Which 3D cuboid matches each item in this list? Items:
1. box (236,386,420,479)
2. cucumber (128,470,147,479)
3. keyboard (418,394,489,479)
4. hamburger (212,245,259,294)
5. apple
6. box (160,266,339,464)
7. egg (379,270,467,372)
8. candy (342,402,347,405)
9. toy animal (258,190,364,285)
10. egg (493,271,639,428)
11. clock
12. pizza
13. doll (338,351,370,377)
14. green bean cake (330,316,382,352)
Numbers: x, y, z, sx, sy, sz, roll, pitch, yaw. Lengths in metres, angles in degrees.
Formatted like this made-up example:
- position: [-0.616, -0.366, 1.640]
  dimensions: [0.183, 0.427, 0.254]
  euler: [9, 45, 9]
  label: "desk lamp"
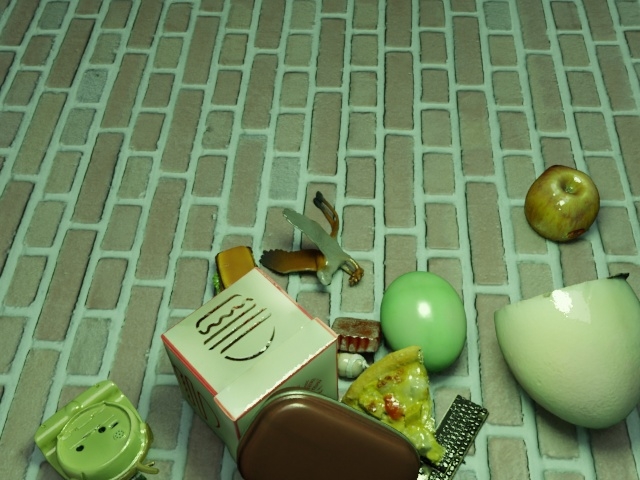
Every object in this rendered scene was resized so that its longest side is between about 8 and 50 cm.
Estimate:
- position: [0.020, 0.481, 1.654]
  dimensions: [0.404, 0.263, 0.108]
  euler: [29, 11, -15]
  label: "box"
- position: [-0.468, 0.591, 1.801]
  dimensions: [0.105, 0.048, 0.048]
  euler: [-38, 61, -24]
  label: "cucumber"
- position: [0.306, 0.518, 1.845]
  dimensions: [0.106, 0.027, 0.317]
  euler: [26, 57, 21]
  label: "keyboard"
- position: [-0.239, 0.096, 2.145]
  dimensions: [0.137, 0.087, 0.166]
  euler: [-11, 52, -6]
  label: "hamburger"
- position: [0.704, -0.107, 2.206]
  dimensions: [0.211, 0.188, 0.211]
  euler: [-1, 56, 1]
  label: "apple"
- position: [-0.162, 0.313, 1.839]
  dimensions: [0.314, 0.312, 0.300]
  euler: [-36, 58, -24]
  label: "box"
- position: [0.268, 0.209, 1.958]
  dimensions: [0.220, 0.220, 0.269]
  euler: [-16, 64, -10]
  label: "egg"
- position: [0.089, 0.528, 1.818]
  dimensions: [0.145, 0.070, 0.275]
  euler: [-40, 62, -10]
  label: "candy"
- position: [0.016, 0.016, 2.205]
  dimensions: [0.302, 0.225, 0.284]
  euler: [40, 42, 13]
  label: "toy animal"
- position: [0.630, 0.285, 1.833]
  dimensions: [0.355, 0.354, 0.339]
  euler: [-13, 77, -8]
  label: "egg"
- position: [-0.520, 0.494, 1.813]
  dimensions: [0.235, 0.096, 0.308]
  euler: [-37, 48, -25]
  label: "clock"
- position: [0.206, 0.412, 1.823]
  dimensions: [0.280, 0.075, 0.287]
  euler: [-48, 62, 17]
  label: "pizza"
- position: [0.080, 0.318, 1.976]
  dimensions: [0.127, 0.073, 0.084]
  euler: [7, 42, 12]
  label: "doll"
- position: [0.093, 0.252, 2.000]
  dimensions: [0.136, 0.056, 0.135]
  euler: [5, 18, 9]
  label: "green bean cake"
